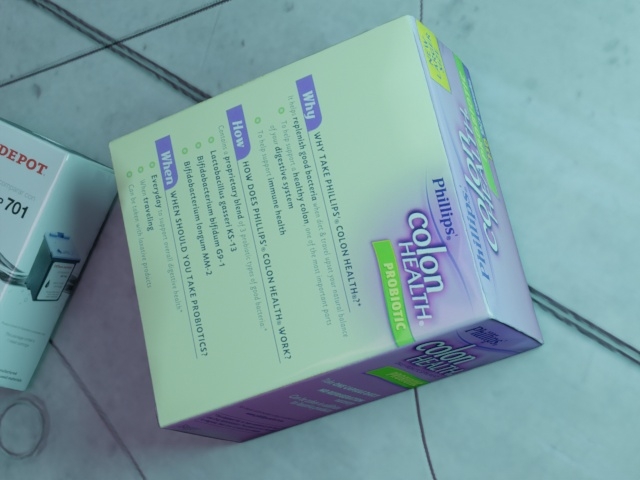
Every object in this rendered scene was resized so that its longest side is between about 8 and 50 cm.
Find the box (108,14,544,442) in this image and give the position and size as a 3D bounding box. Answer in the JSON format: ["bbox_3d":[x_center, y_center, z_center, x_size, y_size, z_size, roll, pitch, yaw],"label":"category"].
[{"bbox_3d":[0.000,0.000,0.968,0.243,0.117,0.214,-21,69,21],"label":"box"}]

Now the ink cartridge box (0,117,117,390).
[{"bbox_3d":[-0.264,0.003,1.117,0.139,0.082,0.191,24,90,28],"label":"ink cartridge box"}]
